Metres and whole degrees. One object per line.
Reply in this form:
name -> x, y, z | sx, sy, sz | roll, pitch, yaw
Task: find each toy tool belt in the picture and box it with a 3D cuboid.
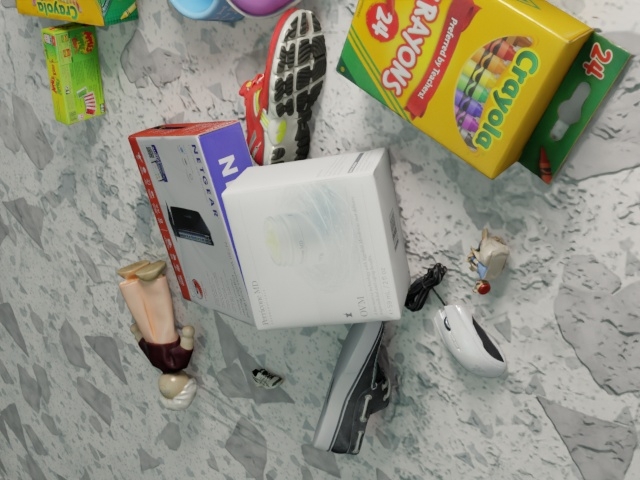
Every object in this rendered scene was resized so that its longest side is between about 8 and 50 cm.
toy tool belt -> 0.229, 0.029, 1.055 | 0.051, 0.052, 0.083 | -119, 34, -47

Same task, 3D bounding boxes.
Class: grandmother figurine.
grandmother figurine -> -0.353, 0.217, 1.659 | 0.208, 0.104, 0.342 | 5, 114, 51

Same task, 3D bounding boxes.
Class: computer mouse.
computer mouse -> 0.204, 0.133, 1.134 | 0.193, 0.042, 0.106 | 51, 136, 8

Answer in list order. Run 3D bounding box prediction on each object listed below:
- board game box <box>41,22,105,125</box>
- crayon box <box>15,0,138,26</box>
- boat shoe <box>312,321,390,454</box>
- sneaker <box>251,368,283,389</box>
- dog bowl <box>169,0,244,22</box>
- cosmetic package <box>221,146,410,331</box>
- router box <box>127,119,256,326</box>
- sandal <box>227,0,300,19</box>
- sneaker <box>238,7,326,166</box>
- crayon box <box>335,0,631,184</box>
board game box -> -0.478, -0.326, 1.466 | 0.043, 0.092, 0.181 | 23, 127, 31
crayon box -> -0.456, -0.488, 1.361 | 0.278, 0.081, 0.165 | 18, 124, 35
boat shoe -> 0.072, 0.251, 1.289 | 0.102, 0.108, 0.301 | 16, 115, -2
sneaker -> -0.110, 0.276, 1.514 | 0.083, 0.032, 0.037 | -7, 108, 44
dog bowl -> -0.155, -0.455, 1.109 | 0.166, 0.074, 0.297 | 43, 136, 16
cosmetic package -> 0.000, 0.000, 1.116 | 0.224, 0.138, 0.224 | -7, 111, 17
router box -> -0.198, -0.039, 1.329 | 0.301, 0.082, 0.335 | 9, 120, 55
sandal -> -0.023, -0.428, 0.932 | 0.169, 0.102, 0.416 | 35, 135, -14
sneaker -> -0.075, -0.226, 1.146 | 0.118, 0.107, 0.279 | 39, 134, 27
crayon box -> 0.183, -0.221, 0.925 | 0.318, 0.081, 0.202 | 38, 133, 20
